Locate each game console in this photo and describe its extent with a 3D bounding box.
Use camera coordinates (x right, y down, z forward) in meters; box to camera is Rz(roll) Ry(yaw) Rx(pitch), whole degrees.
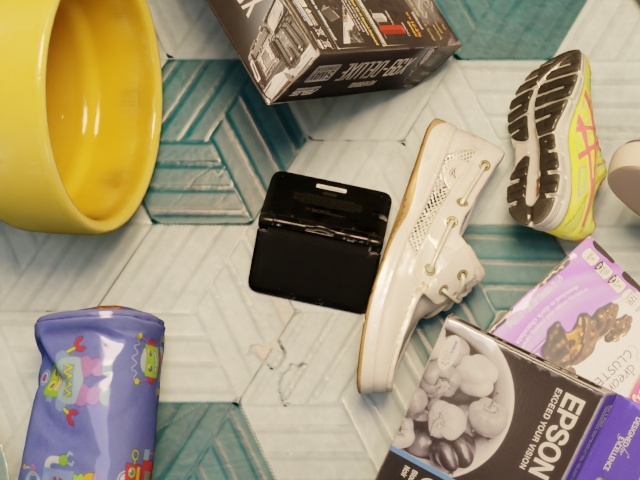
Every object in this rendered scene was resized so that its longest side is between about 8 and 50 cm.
[{"bbox_3d":[0.000,0.000,1.090,0.122,0.071,0.107,12,47,2],"label":"game console"}]

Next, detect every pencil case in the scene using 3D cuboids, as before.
[{"bbox_3d":[-0.213,0.209,0.990,0.133,0.119,0.306,-1,77,22],"label":"pencil case"}]

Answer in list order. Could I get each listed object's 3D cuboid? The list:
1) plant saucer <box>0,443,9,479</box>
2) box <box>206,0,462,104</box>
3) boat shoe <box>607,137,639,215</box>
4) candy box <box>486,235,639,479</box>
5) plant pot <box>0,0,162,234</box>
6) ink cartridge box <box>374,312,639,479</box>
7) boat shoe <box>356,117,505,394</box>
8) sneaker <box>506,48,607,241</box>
[{"bbox_3d":[-0.379,0.234,1.025,0.195,0.037,0.194,0,77,1],"label":"plant saucer"},{"bbox_3d":[-0.028,-0.281,1.047,0.076,0.242,0.307,-39,77,36],"label":"box"},{"bbox_3d":[0.433,-0.062,0.994,0.341,0.127,0.158,20,72,-2],"label":"boat shoe"},{"bbox_3d":[0.255,0.124,1.029,0.165,0.070,0.196,-42,80,-8],"label":"candy box"},{"bbox_3d":[-0.300,-0.135,1.013,0.239,0.254,0.254,3,77,14],"label":"plant pot"},{"bbox_3d":[0.166,0.200,0.975,0.208,0.045,0.206,25,101,14],"label":"ink cartridge box"},{"bbox_3d":[0.108,0.021,1.040,0.096,0.098,0.277,18,77,5],"label":"boat shoe"},{"bbox_3d":[0.238,-0.090,1.084,0.094,0.081,0.208,29,62,-31],"label":"sneaker"}]
